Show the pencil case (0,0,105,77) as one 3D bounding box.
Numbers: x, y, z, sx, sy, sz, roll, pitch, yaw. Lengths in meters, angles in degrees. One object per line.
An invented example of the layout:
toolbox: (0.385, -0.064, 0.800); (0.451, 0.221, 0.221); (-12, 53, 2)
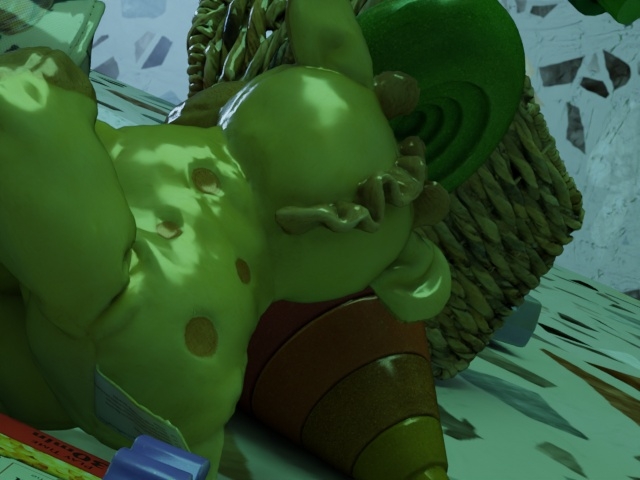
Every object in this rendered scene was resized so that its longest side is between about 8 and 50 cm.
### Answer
pencil case: (-0.364, -0.163, 1.033); (0.410, 0.160, 0.183); (20, -25, -9)

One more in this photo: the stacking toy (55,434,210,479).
stacking toy: (-0.051, 0.073, 0.264); (0.167, 0.052, 0.221); (21, 9, 10)

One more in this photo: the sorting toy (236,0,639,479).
sorting toy: (0.053, -0.004, 0.635); (0.127, 0.366, 0.126); (-13, 52, -30)

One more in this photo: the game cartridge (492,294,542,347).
game cartridge: (0.000, 0.000, 1.346); (0.355, 0.068, 0.230); (19, 4, -24)

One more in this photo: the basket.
basket: (0.011, -0.061, 1.027); (0.223, 0.213, 0.299); (32, -15, 38)

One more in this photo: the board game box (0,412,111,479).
board game box: (-0.082, 0.096, 0.365); (0.146, 0.045, 0.193); (23, 7, 6)

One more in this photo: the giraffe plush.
giraffe plush: (-0.045, -0.012, 0.547); (0.170, 0.181, 0.210); (-32, 49, -29)
